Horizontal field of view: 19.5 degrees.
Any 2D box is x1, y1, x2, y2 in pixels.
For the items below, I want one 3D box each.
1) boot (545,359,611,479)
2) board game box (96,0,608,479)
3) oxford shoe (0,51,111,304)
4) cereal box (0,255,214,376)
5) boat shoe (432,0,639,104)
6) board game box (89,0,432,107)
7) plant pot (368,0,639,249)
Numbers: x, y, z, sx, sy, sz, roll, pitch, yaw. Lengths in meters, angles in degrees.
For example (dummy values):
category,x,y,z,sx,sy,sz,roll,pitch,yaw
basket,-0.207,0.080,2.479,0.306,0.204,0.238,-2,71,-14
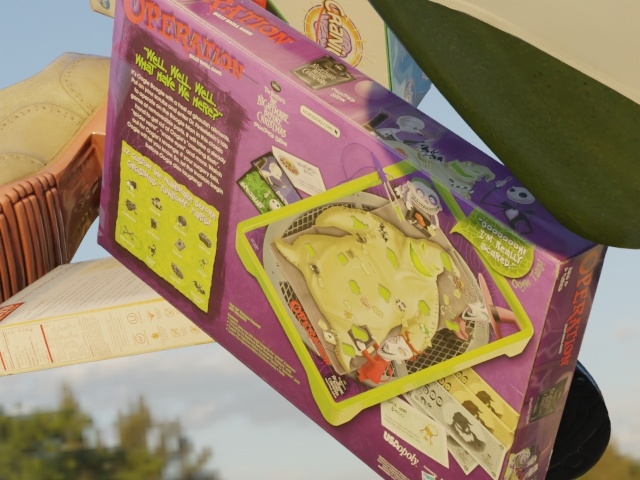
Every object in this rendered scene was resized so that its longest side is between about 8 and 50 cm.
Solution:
category,x,y,z,sx,sy,sz,roll,pitch,yaw
boot,0.086,0.035,1.267,0.246,0.207,0.094,35,-69,-18
board game box,0.000,0.000,1.057,0.056,0.347,0.208,-27,-40,-34
oxford shoe,-0.282,-0.036,1.626,0.146,0.140,0.397,24,43,22
cereal box,-0.135,0.045,1.433,0.240,0.047,0.173,-11,13,25
boat shoe,0.050,-0.128,0.552,0.306,0.113,0.105,25,21,11
board game box,-0.064,-0.237,1.515,0.316,0.064,0.242,24,-31,20
plant pot,0.092,-0.186,0.784,0.293,0.275,0.275,35,-33,-28
